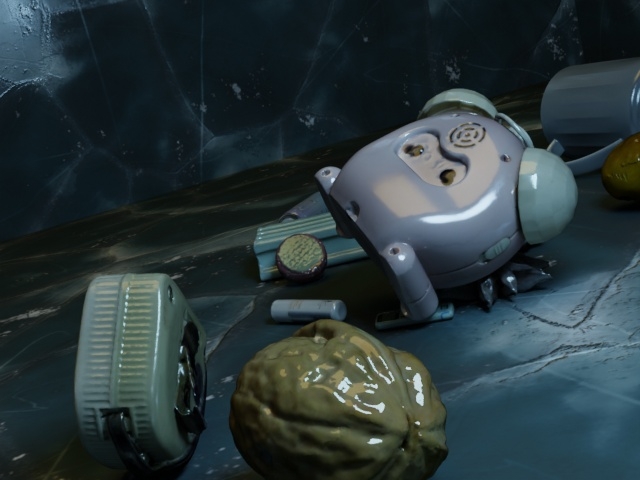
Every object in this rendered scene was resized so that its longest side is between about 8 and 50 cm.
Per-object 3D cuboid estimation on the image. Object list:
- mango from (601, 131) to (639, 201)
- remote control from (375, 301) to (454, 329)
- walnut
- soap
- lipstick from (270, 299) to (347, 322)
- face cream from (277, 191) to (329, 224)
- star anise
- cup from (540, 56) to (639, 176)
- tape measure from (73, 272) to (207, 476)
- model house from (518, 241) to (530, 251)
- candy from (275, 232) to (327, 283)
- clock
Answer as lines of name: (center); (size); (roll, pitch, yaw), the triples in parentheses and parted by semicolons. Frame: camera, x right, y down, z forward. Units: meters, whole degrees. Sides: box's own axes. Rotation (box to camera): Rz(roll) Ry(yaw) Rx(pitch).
mango: (0.620, -0.130, 1.744); (0.155, 0.151, 0.248); (-16, 12, -18)
remote control: (0.146, 0.117, 1.483); (0.124, 0.018, 0.053); (-10, 14, 12)
walnut: (0.014, 0.181, 0.975); (0.198, 0.198, 0.245); (-22, 19, -33)
soap: (0.000, 0.000, 1.979); (0.265, 0.088, 0.160); (-13, 12, 2)
lipstick: (-0.020, 0.119, 1.601); (0.141, 0.040, 0.040); (-2, 17, 38)
face cream: (-0.037, -0.055, 2.282); (0.075, 0.075, 0.229); (-8, 14, 24)
star anise: (0.268, 0.053, 1.527); (0.195, 0.065, 0.182); (-20, 14, -19)
cup: (0.677, -0.272, 2.196); (0.323, 0.237, 0.326); (-49, 24, -15)
tape measure: (-0.202, 0.184, 1.173); (0.132, 0.232, 0.271); (-2, -24, 3)
model house: (0.245, -0.057, 1.800); (0.253, 0.185, 0.291); (-20, 9, -7)
candy: (-0.037, 0.035, 1.858); (0.103, 0.103, 0.043); (-15, -30, -7)
clock: (0.196, -0.076, 1.500); (0.325, 0.184, 0.342); (-30, 50, -7)
